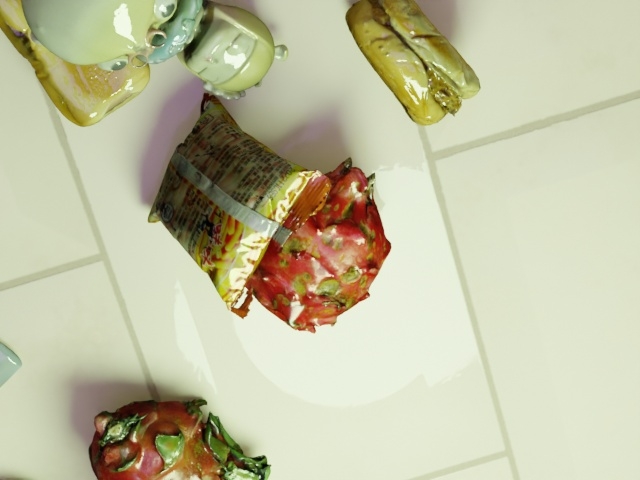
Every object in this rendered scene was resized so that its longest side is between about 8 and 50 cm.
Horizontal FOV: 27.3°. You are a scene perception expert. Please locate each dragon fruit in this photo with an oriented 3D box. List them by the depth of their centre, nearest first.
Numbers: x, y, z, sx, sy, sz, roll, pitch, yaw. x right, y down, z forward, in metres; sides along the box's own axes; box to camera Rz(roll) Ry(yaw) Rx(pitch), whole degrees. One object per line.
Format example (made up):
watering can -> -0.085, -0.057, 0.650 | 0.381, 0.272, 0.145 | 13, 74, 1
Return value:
dragon fruit -> 0.000, 0.000, 1.858 | 0.205, 0.210, 0.268 | 42, 117, 30
dragon fruit -> -0.206, 0.312, 1.937 | 0.269, 0.198, 0.200 | 1, 149, -3

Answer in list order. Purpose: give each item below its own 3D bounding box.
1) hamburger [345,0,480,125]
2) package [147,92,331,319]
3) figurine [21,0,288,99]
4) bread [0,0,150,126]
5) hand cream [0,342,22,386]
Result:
hamburger -> 0.123, -0.254, 1.795 | 0.108, 0.214, 0.214 | -36, 106, 5
package -> -0.136, -0.055, 1.803 | 0.108, 0.288, 0.223 | 17, 106, -45
figurine -> -0.207, -0.317, 1.747 | 0.394, 0.275, 0.226 | 22, 130, -38
bread -> -0.363, -0.304, 1.793 | 0.142, 0.091, 0.305 | -38, 106, -11
hand cream -> -0.552, 0.249, 1.967 | 0.079, 0.048, 0.255 | 39, 97, -19
